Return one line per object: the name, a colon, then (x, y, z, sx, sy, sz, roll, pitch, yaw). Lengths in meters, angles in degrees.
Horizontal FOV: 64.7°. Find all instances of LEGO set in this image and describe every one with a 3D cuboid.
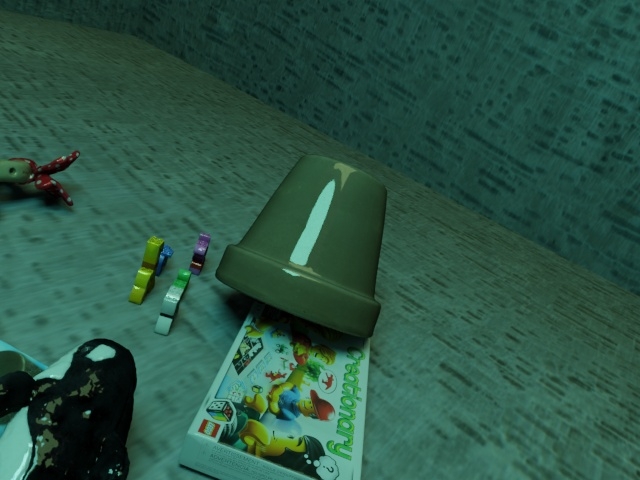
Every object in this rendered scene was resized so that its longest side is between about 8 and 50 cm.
LEGO set: (-0.237, 0.036, 0.791, 0.086, 0.093, 0.227, 18, 23, -8)

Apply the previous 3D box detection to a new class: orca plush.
orca plush: (-0.209, 0.181, 0.397, 0.102, 0.151, 0.287, -13, 16, 18)

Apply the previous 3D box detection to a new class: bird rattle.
bird rattle: (-0.553, -0.127, 0.849, 0.206, 0.143, 0.253, 11, 16, 18)

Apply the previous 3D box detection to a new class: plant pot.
plant pot: (0.000, 0.000, 0.792, 0.262, 0.230, 0.263, 22, -4, 2)

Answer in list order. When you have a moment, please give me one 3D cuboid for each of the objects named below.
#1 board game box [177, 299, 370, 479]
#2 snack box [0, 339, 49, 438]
board game box: (-0.037, 0.195, 0.665, 0.192, 0.053, 0.305, 21, 23, -1)
snack box: (-0.372, 0.184, 0.394, 0.187, 0.060, 0.322, 25, 24, 9)
